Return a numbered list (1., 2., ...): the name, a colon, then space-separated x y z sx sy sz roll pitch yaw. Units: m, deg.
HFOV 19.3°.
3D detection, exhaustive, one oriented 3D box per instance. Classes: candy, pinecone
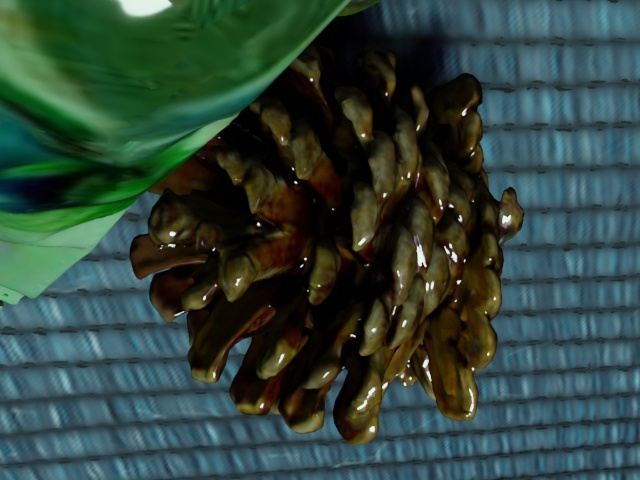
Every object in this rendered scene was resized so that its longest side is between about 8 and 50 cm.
1. candy: -0.137 -0.069 0.666 0.263 0.172 0.398 22 132 -35
2. pinecone: 0.004 0.000 0.836 0.150 0.179 0.195 -12 166 32

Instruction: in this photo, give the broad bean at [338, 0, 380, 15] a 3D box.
1. broad bean: 0.132 -0.155 0.730 0.292 0.049 0.144 -13 144 -22
